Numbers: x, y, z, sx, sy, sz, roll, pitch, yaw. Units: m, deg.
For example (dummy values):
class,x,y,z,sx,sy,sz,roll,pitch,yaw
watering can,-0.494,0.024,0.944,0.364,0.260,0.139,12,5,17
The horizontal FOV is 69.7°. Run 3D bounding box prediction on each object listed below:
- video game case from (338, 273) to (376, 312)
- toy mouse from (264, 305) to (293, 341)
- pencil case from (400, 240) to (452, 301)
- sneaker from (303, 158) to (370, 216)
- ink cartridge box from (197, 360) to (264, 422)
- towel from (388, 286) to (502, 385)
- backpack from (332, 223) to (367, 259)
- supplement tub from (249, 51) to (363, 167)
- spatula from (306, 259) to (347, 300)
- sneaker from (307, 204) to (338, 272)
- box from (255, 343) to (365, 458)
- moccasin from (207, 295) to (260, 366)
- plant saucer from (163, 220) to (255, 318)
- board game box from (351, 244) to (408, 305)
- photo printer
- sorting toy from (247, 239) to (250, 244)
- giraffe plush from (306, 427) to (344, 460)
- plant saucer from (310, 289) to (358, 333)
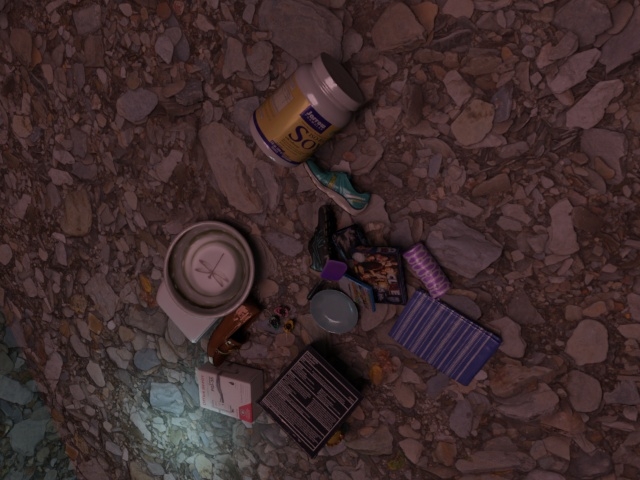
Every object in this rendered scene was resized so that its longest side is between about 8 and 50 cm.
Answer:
class,x,y,z,sx,sy,sz,roll,pitch,yaw
video game case,0.129,0.185,1.680,0.166,0.015,0.119,26,142,41
toy mouse,-0.167,0.318,1.906,0.143,0.031,0.160,28,114,15
pencil case,0.364,0.103,1.575,0.206,0.086,0.088,58,142,2
sneaker,0.055,-0.203,1.631,0.275,0.107,0.110,39,98,4
ink cartridge box,-0.403,0.671,2.068,0.283,0.117,0.207,7,108,23
towel,0.438,0.345,1.640,0.336,0.040,0.243,33,117,15
backpack,0.114,0.004,1.655,0.105,0.084,0.114,-22,98,27
supplement tub,-0.048,-0.424,1.516,0.331,0.241,0.241,-36,88,29
spatula,0.010,0.159,1.726,0.084,0.030,0.296,12,146,-18
sneaker,0.000,0.000,1.699,0.106,0.101,0.267,5,107,26
box,-0.038,0.610,1.777,0.296,0.182,0.294,43,80,8
moccasin,-0.369,0.407,1.976,0.147,0.139,0.380,41,108,19
plant saucer,-0.445,0.119,1.896,0.401,0.100,0.399,0,88,12
board game box,0.211,0.124,1.619,0.165,0.042,0.243,2,129,24
photo printer,-0.579,0.268,2.037,0.307,0.107,0.256,48,118,5
sorting toy,-0.309,0.032,1.898,0.083,0.012,0.062,-35,84,32
giraffe plush,0.009,0.789,1.904,0.171,0.181,0.210,-14,88,6
plant saucer,0.056,0.268,1.778,0.195,0.037,0.194,8,116,17
